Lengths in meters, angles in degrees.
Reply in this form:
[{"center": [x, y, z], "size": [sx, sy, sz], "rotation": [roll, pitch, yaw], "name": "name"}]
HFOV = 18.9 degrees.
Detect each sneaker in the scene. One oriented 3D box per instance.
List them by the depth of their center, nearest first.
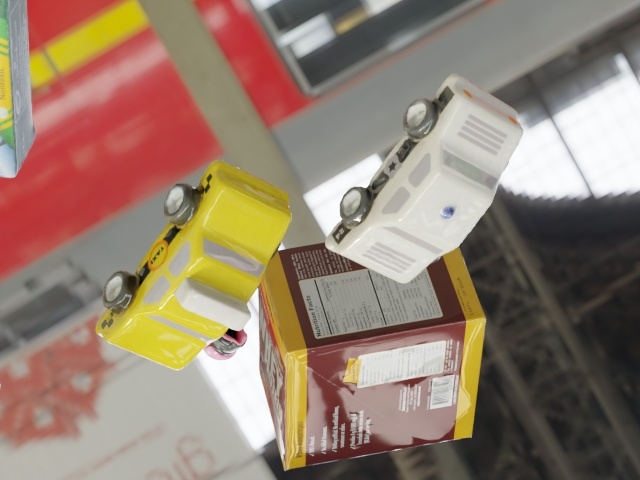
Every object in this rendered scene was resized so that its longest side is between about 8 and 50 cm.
[{"center": [-0.099, 0.056, 1.872], "size": [0.047, 0.119, 0.057], "rotation": [-18, 177, -27], "name": "sneaker"}]

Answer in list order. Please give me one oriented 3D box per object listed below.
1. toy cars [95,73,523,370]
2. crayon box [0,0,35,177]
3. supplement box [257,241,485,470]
[{"center": [0.000, 0.000, 1.588], "size": [0.394, 0.176, 0.087], "rotation": [-21, -142, -9], "name": "toy cars"}, {"center": [-0.436, -0.175, 1.796], "size": [0.323, 0.203, 0.083], "rotation": [5, -148, 4], "name": "crayon box"}, {"center": [0.045, 0.105, 1.888], "size": [0.194, 0.191, 0.129], "rotation": [-9, -131, -9], "name": "supplement box"}]
